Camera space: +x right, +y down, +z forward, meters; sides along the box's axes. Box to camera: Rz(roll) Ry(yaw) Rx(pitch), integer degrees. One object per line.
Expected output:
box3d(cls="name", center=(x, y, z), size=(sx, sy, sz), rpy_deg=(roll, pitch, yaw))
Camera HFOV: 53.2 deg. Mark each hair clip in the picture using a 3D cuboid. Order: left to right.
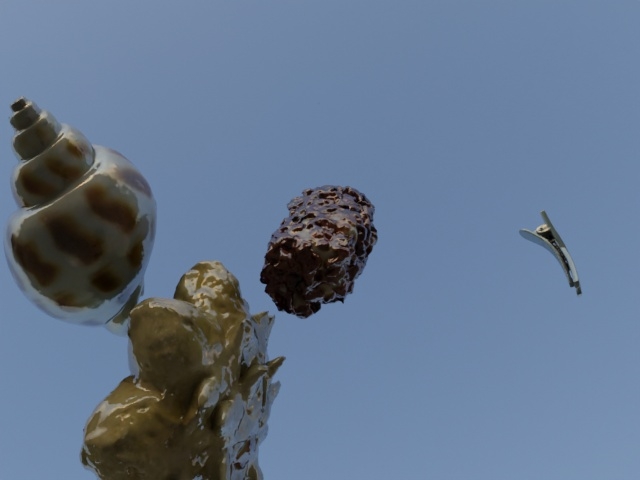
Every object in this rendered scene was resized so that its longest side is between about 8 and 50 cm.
box3d(cls="hair clip", center=(0.265, 0.018, 0.729), size=(0.039, 0.115, 0.030), rpy_deg=(-31, -49, 16))

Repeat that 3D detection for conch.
box3d(cls="conch", center=(-0.251, -0.013, 0.673), size=(0.149, 0.183, 0.275), rpy_deg=(-2, -62, -22))

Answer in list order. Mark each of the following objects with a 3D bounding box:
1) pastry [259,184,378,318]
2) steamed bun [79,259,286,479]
box3d(cls="pastry", center=(0.002, 0.000, 0.704), size=(0.115, 0.208, 0.097), rpy_deg=(1, -64, 16))
box3d(cls="steamed bun", center=(-0.112, 0.170, 0.650), size=(0.137, 0.295, 0.292), rpy_deg=(11, -56, 16))
